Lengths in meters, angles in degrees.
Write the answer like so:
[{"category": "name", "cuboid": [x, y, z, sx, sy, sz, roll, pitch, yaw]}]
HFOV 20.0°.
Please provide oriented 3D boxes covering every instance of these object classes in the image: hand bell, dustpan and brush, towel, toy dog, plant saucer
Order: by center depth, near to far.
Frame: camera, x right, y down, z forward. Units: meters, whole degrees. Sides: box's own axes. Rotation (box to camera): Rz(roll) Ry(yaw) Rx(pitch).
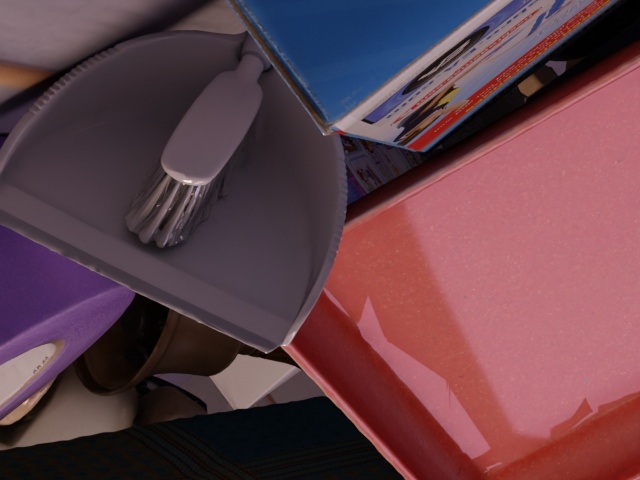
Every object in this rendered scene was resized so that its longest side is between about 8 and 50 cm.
[{"category": "dustpan and brush", "cuboid": [-0.040, -0.062, 0.810, 0.060, 0.147, 0.211, -65, 179, 41]}, {"category": "plant saucer", "cuboid": [0.128, 0.022, 0.884, 0.259, 0.258, 0.048, -30, -139, 12]}, {"category": "towel", "cuboid": [-0.080, 0.172, 1.087, 0.370, 0.040, 0.271, -7, -162, -31]}, {"category": "hand bell", "cuboid": [-0.037, 0.070, 1.244, 0.242, 0.126, 0.126, 18, 137, -36]}, {"category": "toy dog", "cuboid": [-0.239, 0.181, 1.301, 0.333, 0.220, 0.161, -32, -163, -1]}]

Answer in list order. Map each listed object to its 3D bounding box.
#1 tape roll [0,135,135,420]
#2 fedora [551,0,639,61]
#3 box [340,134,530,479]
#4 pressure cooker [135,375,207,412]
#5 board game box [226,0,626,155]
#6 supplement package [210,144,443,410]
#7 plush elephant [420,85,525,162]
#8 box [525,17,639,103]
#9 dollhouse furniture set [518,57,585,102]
[{"category": "tape roll", "cuboid": [-0.221, 0.068, 0.838, 0.275, 0.090, 0.275, -37, 175, -4]}, {"category": "fedora", "cuboid": [0.177, -0.190, 0.991, 0.275, 0.124, 0.244, -33, 175, -37]}, {"category": "box", "cuboid": [0.047, 0.022, 1.094, 0.057, 0.293, 0.201, -35, 176, 19]}, {"category": "pressure cooker", "cuboid": [-0.209, 0.319, 1.543, 0.369, 0.420, 0.375, -5, 164, 1]}, {"category": "board game box", "cuboid": [0.119, -0.159, 0.664, 0.308, 0.086, 0.302, -37, 176, 7]}, {"category": "supplement package", "cuboid": [0.000, 0.000, 1.430, 0.203, 0.149, 0.194, -33, 174, -37]}, {"category": "plush elephant", "cuboid": [0.195, 0.010, 1.302, 0.271, 0.330, 0.255, -9, 162, -8]}, {"category": "box", "cuboid": [0.256, -0.112, 0.957, 0.261, 0.103, 0.184, -35, 172, 20]}, {"category": "dollhouse furniture set", "cuboid": [0.340, -0.158, 1.728, 0.362, 0.256, 0.394, -39, 175, 25]}]
